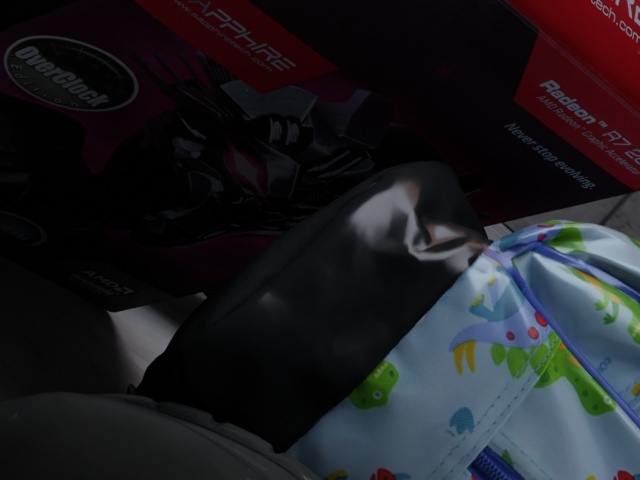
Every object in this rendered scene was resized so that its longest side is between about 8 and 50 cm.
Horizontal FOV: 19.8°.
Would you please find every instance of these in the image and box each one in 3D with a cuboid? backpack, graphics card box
[{"bbox_3d":[0.114,0.135,0.742,0.355,0.273,0.290,54,-13,5],"label":"backpack"},{"bbox_3d":[-0.041,-0.076,0.800,0.233,0.371,0.094,32,57,-42],"label":"graphics card box"}]

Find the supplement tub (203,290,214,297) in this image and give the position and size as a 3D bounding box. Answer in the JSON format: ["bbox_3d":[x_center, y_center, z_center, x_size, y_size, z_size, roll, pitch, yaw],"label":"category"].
[{"bbox_3d":[-0.035,-0.019,1.069,0.190,0.117,0.117,51,4,-28],"label":"supplement tub"}]

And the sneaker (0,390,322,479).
[{"bbox_3d":[-0.025,0.146,0.533,0.286,0.109,0.130,43,16,27],"label":"sneaker"}]
